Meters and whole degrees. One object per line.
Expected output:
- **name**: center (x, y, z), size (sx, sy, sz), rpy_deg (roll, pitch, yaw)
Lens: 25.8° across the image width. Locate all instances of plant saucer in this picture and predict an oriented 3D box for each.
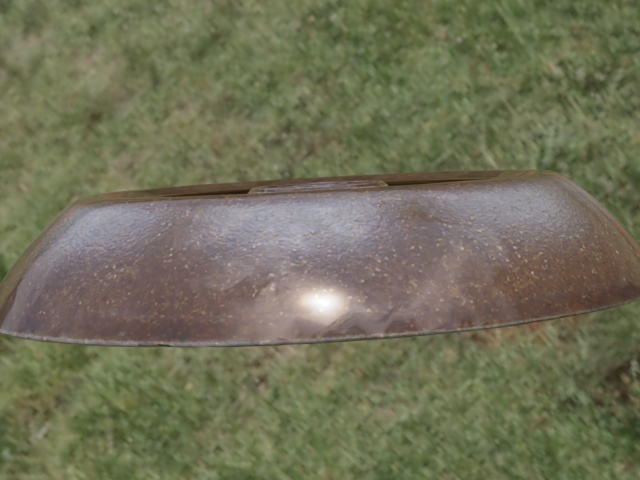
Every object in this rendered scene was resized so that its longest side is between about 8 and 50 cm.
- **plant saucer**: center (0.000, 0.000, 0.415), size (0.198, 0.198, 0.036), rpy_deg (0, 94, 41)
